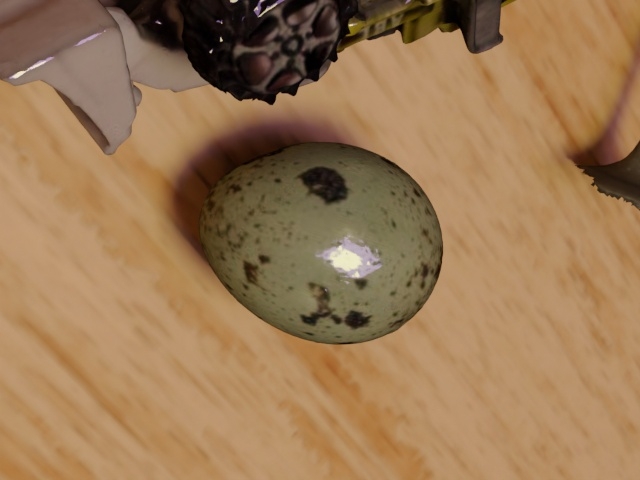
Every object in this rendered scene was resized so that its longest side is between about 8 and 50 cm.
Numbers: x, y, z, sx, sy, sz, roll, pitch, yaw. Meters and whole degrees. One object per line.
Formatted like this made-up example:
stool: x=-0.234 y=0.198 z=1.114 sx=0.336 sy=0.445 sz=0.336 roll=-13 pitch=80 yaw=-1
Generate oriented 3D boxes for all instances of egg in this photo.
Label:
egg: x=0.000 y=0.000 z=0.748 sx=0.110 sy=0.085 sz=0.085 roll=14 pitch=102 yaw=-24

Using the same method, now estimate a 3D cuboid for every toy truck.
toy truck: x=-0.012 y=-0.109 z=0.663 sx=0.286 sy=0.136 sz=0.111 roll=-23 pitch=143 yaw=-25

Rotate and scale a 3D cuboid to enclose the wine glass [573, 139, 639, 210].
wine glass: x=0.194 y=-0.140 z=0.835 sx=0.074 sy=0.074 sz=0.262 roll=12 pitch=102 yaw=-39
